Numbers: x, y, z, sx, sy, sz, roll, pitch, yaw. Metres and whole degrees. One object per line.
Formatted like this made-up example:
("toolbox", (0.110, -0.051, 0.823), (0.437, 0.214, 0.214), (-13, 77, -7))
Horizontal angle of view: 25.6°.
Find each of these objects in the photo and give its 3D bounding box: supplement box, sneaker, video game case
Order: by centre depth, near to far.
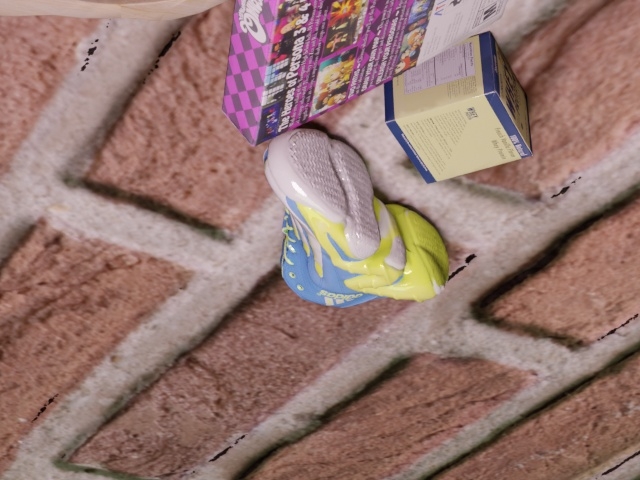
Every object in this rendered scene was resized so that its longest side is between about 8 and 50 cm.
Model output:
("video game case", (0.045, -0.176, 0.807), (0.210, 0.042, 0.232), (-30, 156, -25))
("supplement box", (0.099, -0.094, 1.017), (0.083, 0.056, 0.083), (-15, 144, 21))
("sneaker", (0.000, 0.000, 1.128), (0.126, 0.091, 0.240), (-20, 143, 27))

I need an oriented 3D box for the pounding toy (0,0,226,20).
("pounding toy", (-0.121, -0.214, 0.759), (0.154, 0.155, 0.269), (-19, 173, 39))
